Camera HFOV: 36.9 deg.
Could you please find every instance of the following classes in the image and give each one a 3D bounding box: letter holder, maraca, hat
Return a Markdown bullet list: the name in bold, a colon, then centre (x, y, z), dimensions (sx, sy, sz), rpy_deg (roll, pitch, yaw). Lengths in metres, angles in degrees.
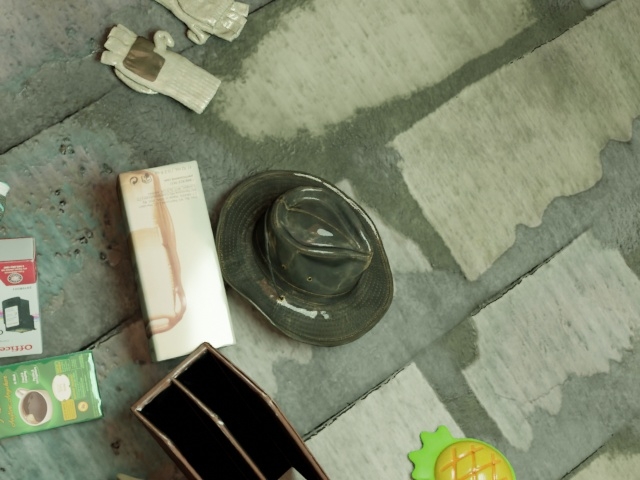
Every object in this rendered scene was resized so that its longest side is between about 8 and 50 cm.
- **letter holder**: centre (-0.105, 0.333, 1.414), dimensions (0.152, 0.214, 0.302), rpy_deg (-41, 126, -17)
- **maraca**: centre (0.241, 0.391, 1.626), dimensions (0.186, 0.099, 0.127), rpy_deg (28, 68, 18)
- **hat**: centre (0.000, 0.000, 1.570), dimensions (0.331, 0.134, 0.331), rpy_deg (12, 59, -21)

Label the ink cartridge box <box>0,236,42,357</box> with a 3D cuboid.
- **ink cartridge box**: centre (-0.488, 0.089, 1.442), dimensions (0.127, 0.072, 0.175), rpy_deg (-5, 122, -15)

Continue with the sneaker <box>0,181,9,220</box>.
- **sneaker**: centre (-0.574, -0.056, 1.500), dimensions (0.166, 0.065, 0.076), rpy_deg (-1, 85, -13)

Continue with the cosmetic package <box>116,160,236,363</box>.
- **cosmetic package**: centre (-0.234, 0.038, 1.528), dimensions (0.129, 0.153, 0.296), rpy_deg (-12, 83, -15)

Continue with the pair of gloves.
- **pair of gloves**: centre (-0.248, -0.350, 1.643), dimensions (0.204, 0.042, 0.240), rpy_deg (23, 74, -7)

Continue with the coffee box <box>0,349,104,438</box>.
- **coffee box**: centre (-0.440, 0.241, 1.497), dimensions (0.184, 0.040, 0.113), rpy_deg (-11, 84, -16)

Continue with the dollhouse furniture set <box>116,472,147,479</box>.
- **dollhouse furniture set**: centre (-0.300, 0.512, 1.388), dimensions (0.262, 0.135, 0.259), rpy_deg (-39, 122, -48)
